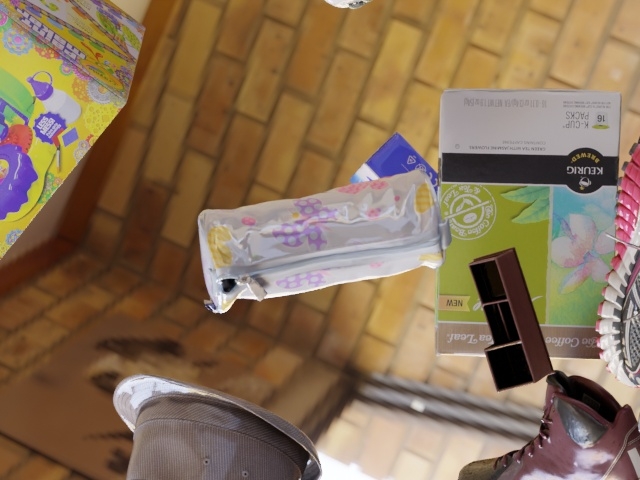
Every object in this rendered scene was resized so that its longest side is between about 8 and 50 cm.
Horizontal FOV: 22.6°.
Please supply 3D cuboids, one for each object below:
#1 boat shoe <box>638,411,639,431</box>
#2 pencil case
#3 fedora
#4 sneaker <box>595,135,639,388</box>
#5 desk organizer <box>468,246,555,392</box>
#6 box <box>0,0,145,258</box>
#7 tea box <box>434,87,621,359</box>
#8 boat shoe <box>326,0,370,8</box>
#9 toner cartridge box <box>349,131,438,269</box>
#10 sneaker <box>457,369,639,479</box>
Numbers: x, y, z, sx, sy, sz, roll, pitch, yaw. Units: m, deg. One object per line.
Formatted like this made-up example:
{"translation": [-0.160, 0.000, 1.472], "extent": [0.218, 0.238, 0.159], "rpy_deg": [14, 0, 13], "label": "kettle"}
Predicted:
{"translation": [0.373, 0.174, 1.318], "extent": [0.070, 0.219, 0.078], "rpy_deg": [55, -133, -84], "label": "boat shoe"}
{"translation": [0.000, 0.000, 1.739], "extent": [0.124, 0.273, 0.113], "rpy_deg": [-148, 47, -76], "label": "pencil case"}
{"translation": [-0.140, 0.282, 1.950], "extent": [0.244, 0.275, 0.124], "rpy_deg": [130, 160, -56], "label": "fedora"}
{"translation": [0.366, 0.032, 1.689], "extent": [0.121, 0.112, 0.299], "rpy_deg": [-38, -42, -47], "label": "sneaker"}
{"translation": [0.180, 0.077, 1.552], "extent": [0.050, 0.047, 0.130], "rpy_deg": [-18, -90, -62], "label": "desk organizer"}
{"translation": [-0.368, -0.153, 1.867], "extent": [0.290, 0.177, 0.279], "rpy_deg": [-48, 17, 19], "label": "box"}
{"translation": [0.256, -0.031, 2.024], "extent": [0.329, 0.220, 0.324], "rpy_deg": [-42, -48, -83], "label": "tea box"}
{"translation": [0.024, -0.231, 1.322], "extent": [0.083, 0.226, 0.076], "rpy_deg": [-35, -48, -40], "label": "boat shoe"}
{"translation": [0.197, -0.002, 2.401], "extent": [0.075, 0.348, 0.165], "rpy_deg": [-44, 0, -10], "label": "toner cartridge box"}
{"translation": [0.267, 0.229, 1.888], "extent": [0.106, 0.281, 0.163], "rpy_deg": [-35, -70, -48], "label": "sneaker"}
